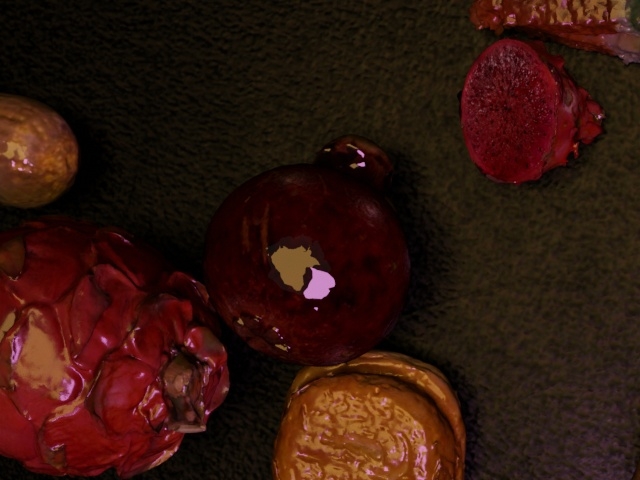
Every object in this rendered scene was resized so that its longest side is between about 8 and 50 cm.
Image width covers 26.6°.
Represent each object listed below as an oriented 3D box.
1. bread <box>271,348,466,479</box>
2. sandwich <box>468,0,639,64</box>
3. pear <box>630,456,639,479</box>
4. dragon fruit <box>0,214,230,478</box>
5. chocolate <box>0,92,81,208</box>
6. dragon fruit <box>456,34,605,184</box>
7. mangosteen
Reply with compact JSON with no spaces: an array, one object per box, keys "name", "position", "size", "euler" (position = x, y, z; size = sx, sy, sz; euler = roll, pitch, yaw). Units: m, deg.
[{"name":"bread","position":[0.050,0.231,1.394],"size":[0.198,0.120,0.236],"euler":[7,92,14]},{"name":"sandwich","position":[0.248,-0.302,1.346],"size":[0.212,0.109,0.292],"euler":[-3,89,15]},{"name":"pear","position":[0.399,0.234,1.254],"size":[0.211,0.228,0.188],"euler":[27,136,32]},{"name":"dragon fruit","position":[-0.257,0.111,1.400],"size":[0.342,0.277,0.278],"euler":[17,94,21]},{"name":"chocolate","position":[-0.409,-0.124,1.522],"size":[0.309,0.134,0.134],"euler":[23,96,12]},{"name":"dragon fruit","position":[0.222,-0.130,1.370],"size":[0.153,0.110,0.153],"euler":[1,91,55]},{"name":"mangosteen","position":[0.000,0.000,1.371],"size":[0.215,0.215,0.258],"euler":[21,62,15]}]
